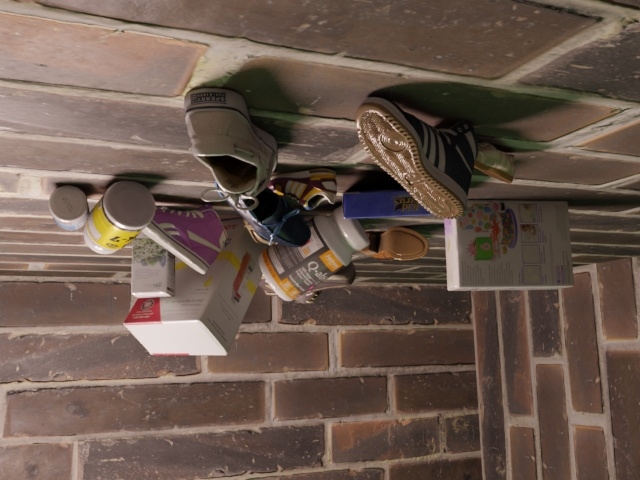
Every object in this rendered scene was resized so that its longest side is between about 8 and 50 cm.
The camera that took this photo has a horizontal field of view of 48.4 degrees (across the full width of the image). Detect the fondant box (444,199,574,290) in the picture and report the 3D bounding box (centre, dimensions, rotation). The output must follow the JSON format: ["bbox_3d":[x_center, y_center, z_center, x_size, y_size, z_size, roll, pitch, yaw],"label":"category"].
[{"bbox_3d":[0.512,0.014,1.944,0.331,0.238,0.096,0,172,-10],"label":"fondant box"}]

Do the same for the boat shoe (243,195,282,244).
[{"bbox_3d":[-0.151,-0.043,1.872,0.122,0.110,0.341,-2,171,0],"label":"boat shoe"}]

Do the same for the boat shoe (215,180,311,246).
[{"bbox_3d":[-0.118,-0.058,1.550,0.258,0.109,0.089,31,168,-30],"label":"boat shoe"}]

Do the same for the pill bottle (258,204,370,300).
[{"bbox_3d":[-0.016,0.030,1.926,0.279,0.162,0.162,-33,163,11],"label":"pill bottle"}]

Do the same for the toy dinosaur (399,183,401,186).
[{"bbox_3d":[0.229,-0.146,1.547,0.093,0.053,0.183,-14,-176,-24],"label":"toy dinosaur"}]

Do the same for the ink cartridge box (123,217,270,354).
[{"bbox_3d":[-0.343,0.129,2.043,0.279,0.384,0.160,-6,133,30],"label":"ink cartridge box"}]

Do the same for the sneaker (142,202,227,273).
[{"bbox_3d":[-0.365,-0.057,1.824,0.282,0.161,0.102,40,166,-27],"label":"sneaker"}]

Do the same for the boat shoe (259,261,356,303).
[{"bbox_3d":[-0.042,0.110,2.117,0.356,0.130,0.132,2,-145,36],"label":"boat shoe"}]

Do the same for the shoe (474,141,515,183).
[{"bbox_3d":[0.317,-0.167,1.392,0.219,0.058,0.077,14,-167,-47],"label":"shoe"}]

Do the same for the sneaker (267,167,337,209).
[{"bbox_3d":[-0.049,-0.107,1.578,0.186,0.083,0.070,-8,169,33],"label":"sneaker"}]

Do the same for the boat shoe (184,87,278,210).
[{"bbox_3d":[-0.145,-0.124,1.226,0.136,0.156,0.367,-2,170,3],"label":"boat shoe"}]

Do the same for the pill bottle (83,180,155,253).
[{"bbox_3d":[-0.474,-0.048,1.658,0.119,0.119,0.208,4,158,-33],"label":"pill bottle"}]

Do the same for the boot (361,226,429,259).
[{"bbox_3d":[0.277,0.027,2.374,0.284,0.108,0.220,-6,169,37],"label":"boot"}]

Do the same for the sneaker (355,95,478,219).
[{"bbox_3d":[0.172,-0.177,1.211,0.099,0.153,0.282,-7,139,45],"label":"sneaker"}]

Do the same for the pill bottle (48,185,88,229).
[{"bbox_3d":[-0.595,-0.072,1.692,0.087,0.087,0.160,1,170,-17],"label":"pill bottle"}]

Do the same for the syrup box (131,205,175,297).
[{"bbox_3d":[-0.444,0.033,1.900,0.093,0.236,0.096,-3,171,2],"label":"syrup box"}]

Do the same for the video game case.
[{"bbox_3d":[0.186,-0.089,1.655,0.270,0.061,0.244,-2,-175,2],"label":"video game case"}]
